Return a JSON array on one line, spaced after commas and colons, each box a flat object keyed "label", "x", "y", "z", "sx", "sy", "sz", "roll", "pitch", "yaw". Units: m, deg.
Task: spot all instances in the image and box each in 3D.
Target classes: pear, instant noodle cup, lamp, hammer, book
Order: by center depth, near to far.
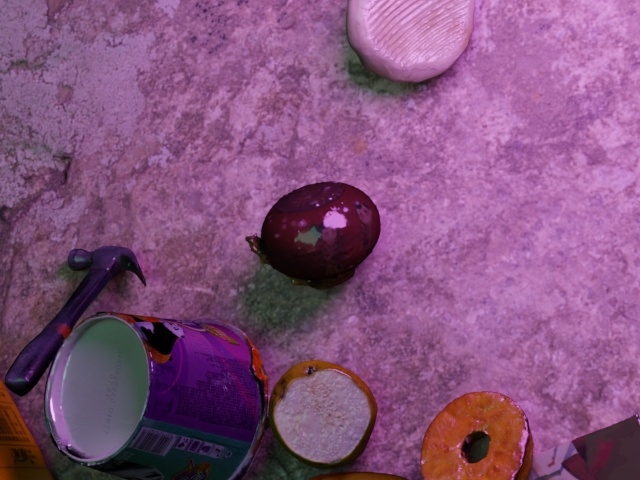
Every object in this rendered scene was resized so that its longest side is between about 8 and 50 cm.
[{"label": "book", "x": 0.289, "y": 0.347, "z": 1.747, "sx": 0.289, "sy": 0.026, "sz": 0.201, "roll": -25, "pitch": 62, "yaw": 14}, {"label": "pear", "x": 0.004, "y": 0.217, "z": 1.858, "sx": 0.141, "sy": 0.104, "sz": 0.141, "roll": 0, "pitch": 97, "yaw": 4}, {"label": "instant noodle cup", "x": -0.219, "y": 0.204, "z": 1.862, "sx": 0.251, "sy": 0.190, "sz": 0.251, "roll": -13, "pitch": 69, "yaw": 36}, {"label": "lamp", "x": 0.003, "y": -0.002, "z": 1.883, "sx": 0.157, "sy": 0.156, "sz": 0.135, "roll": 11, "pitch": 127, "yaw": 53}, {"label": "hammer", "x": -0.333, "y": 0.103, "z": 1.943, "sx": 0.137, "sy": 0.037, "sz": 0.290, "roll": -2, "pitch": 36, "yaw": 26}]

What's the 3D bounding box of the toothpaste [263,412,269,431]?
[{"label": "toothpaste", "x": -0.128, "y": 0.283, "z": 1.932, "sx": 0.046, "sy": 0.034, "sz": 0.164, "roll": 40, "pitch": 96, "yaw": 26}]

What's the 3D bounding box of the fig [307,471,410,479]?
[{"label": "fig", "x": 0.054, "y": 0.385, "z": 1.745, "sx": 0.203, "sy": 0.203, "sz": 0.225, "roll": -26, "pitch": 63, "yaw": 15}]

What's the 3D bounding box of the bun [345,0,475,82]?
[{"label": "bun", "x": 0.112, "y": -0.294, "z": 1.907, "sx": 0.183, "sy": 0.102, "sz": 0.183, "roll": 0, "pitch": 91, "yaw": -13}]

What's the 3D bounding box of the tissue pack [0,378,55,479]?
[{"label": "tissue pack", "x": -0.559, "y": 0.298, "z": 1.910, "sx": 0.228, "sy": 0.382, "sz": 0.293, "roll": -39, "pitch": 69, "yaw": 14}]

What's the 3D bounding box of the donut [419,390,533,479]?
[{"label": "donut", "x": 0.194, "y": 0.261, "z": 1.778, "sx": 0.152, "sy": 0.058, "sz": 0.151, "roll": -15, "pitch": 54, "yaw": 21}]
